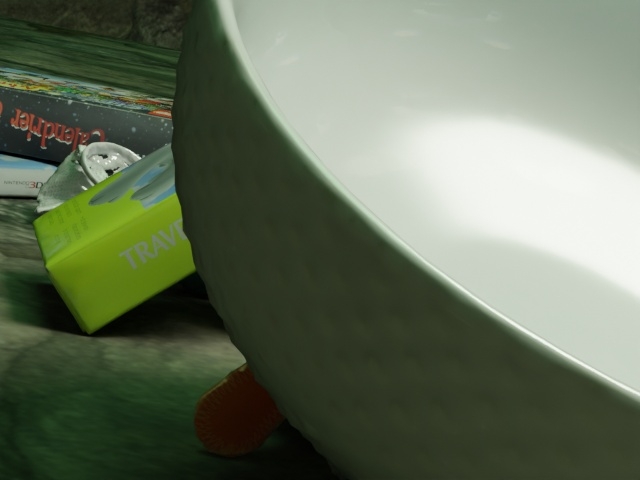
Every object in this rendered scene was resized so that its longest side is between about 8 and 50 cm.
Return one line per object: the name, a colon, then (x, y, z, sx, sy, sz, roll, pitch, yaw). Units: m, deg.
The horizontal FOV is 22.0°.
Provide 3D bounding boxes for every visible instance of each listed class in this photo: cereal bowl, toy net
cereal bowl: (0.104, 0.009, 0.564, 0.339, 0.141, 0.339, 15, 35, -11)
toy net: (-0.085, -0.025, 0.952, 0.122, 0.045, 0.232, -16, 25, -32)

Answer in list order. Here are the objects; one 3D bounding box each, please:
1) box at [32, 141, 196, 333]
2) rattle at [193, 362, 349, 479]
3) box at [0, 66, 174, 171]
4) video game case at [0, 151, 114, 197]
box: (-0.049, -0.027, 0.788, 0.178, 0.042, 0.109, -30, 16, -6)
rattle: (0.037, 0.014, 0.664, 0.130, 0.142, 0.200, 39, 17, 32)
box: (-0.183, -0.087, 1.158, 0.233, 0.044, 0.159, 11, 8, 6)
video game case: (-0.222, -0.062, 1.181, 0.212, 0.023, 0.193, 19, 12, 41)
